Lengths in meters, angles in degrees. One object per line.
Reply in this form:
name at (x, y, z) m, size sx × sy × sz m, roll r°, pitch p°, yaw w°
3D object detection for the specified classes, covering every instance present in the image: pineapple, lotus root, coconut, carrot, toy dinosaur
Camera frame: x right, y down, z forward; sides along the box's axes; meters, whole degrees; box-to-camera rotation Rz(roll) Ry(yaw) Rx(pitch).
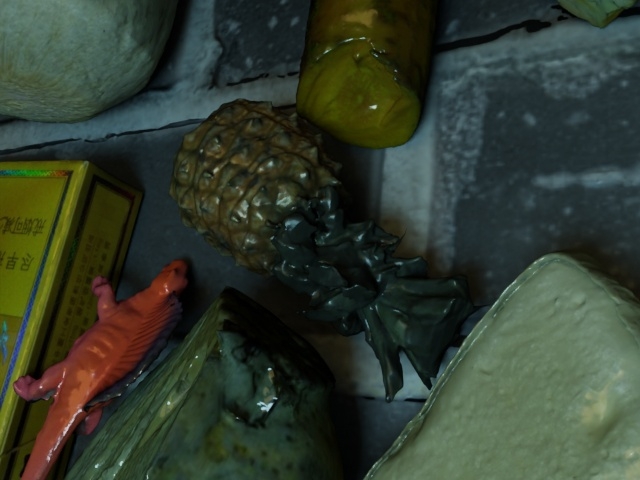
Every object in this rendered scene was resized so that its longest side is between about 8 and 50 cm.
pineapple at (0.001, 0.000, 0.578) m, size 0.248 × 0.128 × 0.128 m, roll 42°, pitch 94°, yaw 31°
lotus root at (-0.079, 0.171, 0.526) m, size 0.260 × 0.149 × 0.267 m, roll -57°, pitch 16°, yaw -9°
coconut at (-0.265, -0.277, 0.746) m, size 0.328 × 0.329 × 0.329 m, roll -12°, pitch 65°, yaw 27°
carrot at (0.048, -0.231, 0.645) m, size 0.114 × 0.114 × 0.302 m, roll -1°, pitch 72°, yaw 31°
toy dinosaur at (-0.171, 0.118, 0.612) m, size 0.139 × 0.070 × 0.286 m, roll -8°, pitch 40°, yaw 47°

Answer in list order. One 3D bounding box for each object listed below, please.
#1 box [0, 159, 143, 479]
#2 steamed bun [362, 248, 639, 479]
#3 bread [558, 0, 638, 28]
box at (-0.294, 0.079, 0.739) m, size 0.192 × 0.084 × 0.302 m, roll 2°, pitch 72°, yaw 32°
steamed bun at (0.139, 0.142, 0.439) m, size 0.231 × 0.110 × 0.212 m, roll -52°, pitch 32°, yaw 6°
bread at (0.250, -0.253, 0.553) m, size 0.232 × 0.088 × 0.128 m, roll -49°, pitch 45°, yaw 13°
